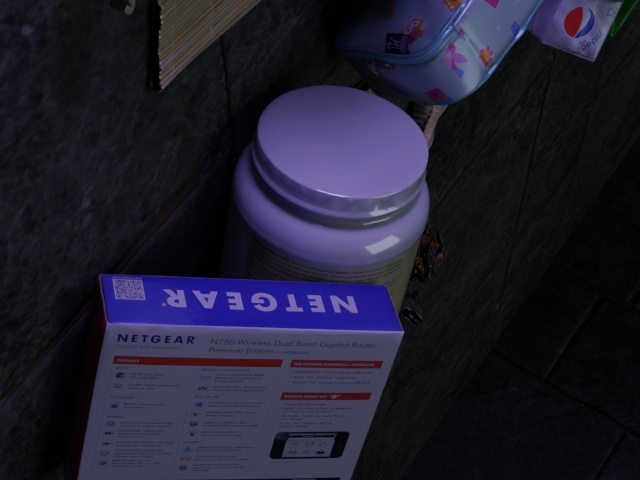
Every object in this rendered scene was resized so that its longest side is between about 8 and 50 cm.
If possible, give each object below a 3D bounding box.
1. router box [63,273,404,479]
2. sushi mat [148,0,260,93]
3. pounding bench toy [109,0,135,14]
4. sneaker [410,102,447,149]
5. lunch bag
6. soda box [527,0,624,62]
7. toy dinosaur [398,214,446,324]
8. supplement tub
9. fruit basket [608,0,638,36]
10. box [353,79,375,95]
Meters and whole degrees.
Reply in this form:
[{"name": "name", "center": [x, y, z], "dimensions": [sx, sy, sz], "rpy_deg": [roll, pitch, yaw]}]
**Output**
[{"name": "router box", "center": [-0.105, 0.182, 1.575], "dimensions": [0.082, 0.335, 0.301], "rpy_deg": [-109, -151, -48]}, {"name": "sushi mat", "center": [-0.069, -0.286, 1.389], "dimensions": [0.316, 0.019, 0.151], "rpy_deg": [-47, 157, -35]}, {"name": "pounding bench toy", "center": [-0.162, -0.237, 1.157], "dimensions": [0.065, 0.052, 0.083], "rpy_deg": [-56, 162, -14]}, {"name": "sneaker", "center": [0.155, -0.189, 2.101], "dimensions": [0.134, 0.051, 0.070], "rpy_deg": [-63, 161, -3]}, {"name": "lunch bag", "center": [0.149, -0.295, 1.664], "dimensions": [0.108, 0.224, 0.279], "rpy_deg": [45, 75, -36]}, {"name": "soda box", "center": [0.334, -0.356, 2.011], "dimensions": [0.286, 0.091, 0.098], "rpy_deg": [-112, -137, -63]}, {"name": "toy dinosaur", "center": [0.094, 0.000, 2.139], "dimensions": [0.322, 0.164, 0.218], "rpy_deg": [31, 70, -35]}, {"name": "supplement tub", "center": [0.000, 0.000, 1.668], "dimensions": [0.235, 0.235, 0.325], "rpy_deg": [-44, 156, -42]}, {"name": "fruit basket", "center": [0.591, -0.522, 2.250], "dimensions": [0.392, 0.392, 0.283], "rpy_deg": [-55, 161, -16]}, {"name": "box", "center": [0.022, -0.102, 1.885], "dimensions": [0.164, 0.021, 0.201], "rpy_deg": [-45, 150, -40]}]
